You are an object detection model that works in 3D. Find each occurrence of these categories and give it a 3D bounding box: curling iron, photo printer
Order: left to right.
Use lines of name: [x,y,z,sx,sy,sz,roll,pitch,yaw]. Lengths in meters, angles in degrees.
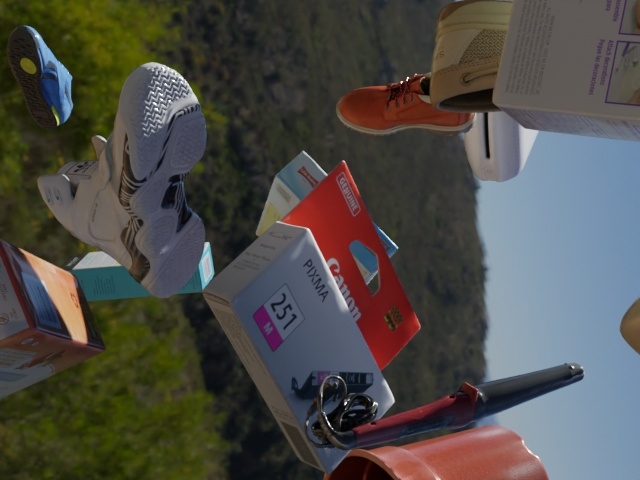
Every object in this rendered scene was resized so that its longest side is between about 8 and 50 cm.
curling iron: [0.112,0.131,0.967,0.035,0.274,0.068,110,-35,-47]
photo printer: [0.328,-0.270,1.997,0.307,0.107,0.256,-58,149,-47]

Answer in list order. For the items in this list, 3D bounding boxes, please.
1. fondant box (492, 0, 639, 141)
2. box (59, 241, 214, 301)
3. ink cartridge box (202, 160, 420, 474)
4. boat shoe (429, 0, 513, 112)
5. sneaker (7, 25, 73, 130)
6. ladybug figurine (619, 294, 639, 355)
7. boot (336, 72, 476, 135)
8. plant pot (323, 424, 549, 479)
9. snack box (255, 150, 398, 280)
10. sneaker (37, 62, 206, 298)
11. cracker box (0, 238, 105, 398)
fondant box: [0.325,-0.194,0.901,0.096,0.330,0.238,20,81,-60]
box: [-0.309,0.054,1.907,0.100,0.244,0.060,-69,153,-72]
ink cartridge box: [0.018,0.088,1.295,0.060,0.239,0.275,15,-39,47]
boat shoe: [0.277,-0.156,1.094,0.121,0.341,0.110,52,45,-68]
sneaker: [-0.470,-0.289,1.934,0.082,0.069,0.209,-58,153,-37]
ladybug figurine: [0.572,0.099,1.547,0.449,0.305,0.161,-5,67,-59]
boot: [0.092,-0.158,1.261,0.084,0.158,0.059,65,28,-67]
plant pot: [0.185,0.405,1.693,0.272,0.265,0.272,25,-59,50]
snack box: [0.000,0.000,1.668,0.187,0.060,0.322,46,-16,4]
sneaker: [-0.266,-0.095,1.479,0.137,0.210,0.365,-46,153,-36]
cracker box: [-0.276,0.087,0.748,0.156,0.232,0.067,60,5,-79]
